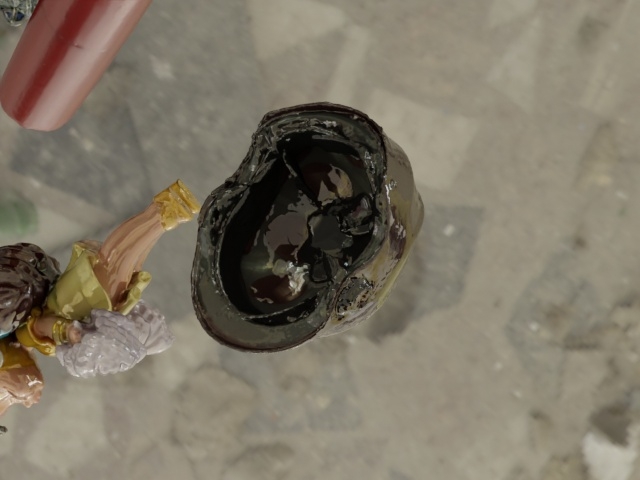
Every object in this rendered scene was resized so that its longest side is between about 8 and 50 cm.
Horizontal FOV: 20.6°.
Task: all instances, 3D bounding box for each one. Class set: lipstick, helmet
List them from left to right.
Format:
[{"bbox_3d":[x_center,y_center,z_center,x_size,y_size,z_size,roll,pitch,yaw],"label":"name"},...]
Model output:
[{"bbox_3d":[-0.159,-0.165,1.225,0.073,0.279,0.073,10,64,-22],"label":"lipstick"},{"bbox_3d":[0.000,0.000,0.820,0.070,0.098,0.123,24,95,-54],"label":"helmet"}]

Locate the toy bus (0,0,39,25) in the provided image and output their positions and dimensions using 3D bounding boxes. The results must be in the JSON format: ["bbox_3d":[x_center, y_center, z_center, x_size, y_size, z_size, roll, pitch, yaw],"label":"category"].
[{"bbox_3d":[-0.268,-0.212,1.372,0.153,0.061,0.051,12,145,0],"label":"toy bus"}]

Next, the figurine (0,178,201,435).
[{"bbox_3d":[-0.181,0.050,1.205,0.240,0.175,0.116,-27,90,9],"label":"figurine"}]
